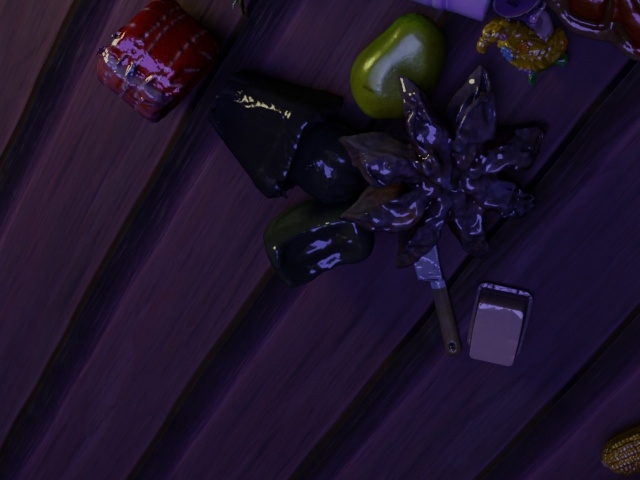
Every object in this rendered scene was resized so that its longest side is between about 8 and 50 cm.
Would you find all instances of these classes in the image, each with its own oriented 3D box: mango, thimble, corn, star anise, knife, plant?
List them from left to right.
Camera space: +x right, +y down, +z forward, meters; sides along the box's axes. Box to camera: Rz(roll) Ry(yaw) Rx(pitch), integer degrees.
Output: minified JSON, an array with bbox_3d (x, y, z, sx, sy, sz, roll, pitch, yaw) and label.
[{"bbox_3d":[-0.240,-0.269,1.479,0.125,0.189,0.163,42,94,-7],"label":"thimble"},{"bbox_3d":[-0.044,-0.153,1.494,0.256,0.142,0.164,30,117,7],"label":"plant"},{"bbox_3d":[0.116,-0.244,1.430,0.117,0.089,0.163,45,118,-11],"label":"mango"},{"bbox_3d":[0.175,0.053,1.585,0.047,0.017,0.298,-5,112,26],"label":"knife"},{"bbox_3d":[0.178,-0.091,1.425,0.332,0.117,0.331,-3,115,-6],"label":"star anise"},{"bbox_3d":[0.534,0.315,1.561,0.207,0.068,0.068,-30,102,27],"label":"corn"}]

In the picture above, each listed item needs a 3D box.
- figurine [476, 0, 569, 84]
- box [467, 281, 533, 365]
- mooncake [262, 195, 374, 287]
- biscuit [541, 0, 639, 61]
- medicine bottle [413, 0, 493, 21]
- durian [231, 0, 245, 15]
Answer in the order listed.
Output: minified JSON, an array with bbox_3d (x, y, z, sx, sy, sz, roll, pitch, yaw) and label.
[{"bbox_3d":[0.274,-0.266,1.350,0.115,0.095,0.156,-38,143,5],"label":"figurine"},{"bbox_3d":[0.279,0.136,1.564,0.089,0.062,0.122,12,117,12],"label":"box"},{"bbox_3d":[0.000,0.000,1.535,0.175,0.168,0.104,-8,111,37],"label":"mooncake"},{"bbox_3d":[0.436,-0.415,1.271,0.381,0.074,0.359,36,116,-4],"label":"biscuit"},{"bbox_3d":[0.124,-0.400,1.322,0.254,0.152,0.152,21,118,7],"label":"medicine bottle"},{"bbox_3d":[-0.104,-0.432,1.438,0.100,0.086,0.215,20,120,47],"label":"durian"}]
